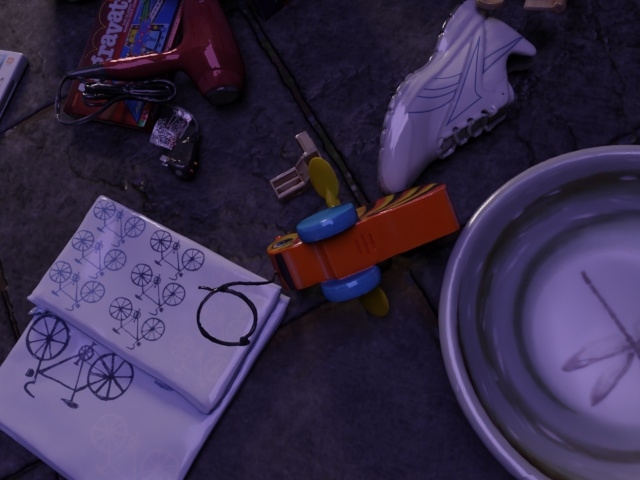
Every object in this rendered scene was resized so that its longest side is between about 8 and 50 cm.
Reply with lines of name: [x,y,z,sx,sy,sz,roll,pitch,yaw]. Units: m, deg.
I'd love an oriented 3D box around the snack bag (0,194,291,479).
snack bag: [-0.255,0.144,0.773,0.323,0.037,0.343,27,78,18]

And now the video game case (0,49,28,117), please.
video game case: [-0.597,-0.237,0.983,0.201,0.023,0.184,12,73,15]

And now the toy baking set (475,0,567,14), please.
toy baking set: [0.252,-0.378,0.825,0.196,0.030,0.256,-3,46,-4]

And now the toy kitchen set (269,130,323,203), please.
toy kitchen set: [-0.026,-0.080,0.782,0.075,0.083,0.068,-29,67,0]

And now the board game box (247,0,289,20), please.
board game box: [-0.060,-0.423,0.866,0.141,0.170,0.048,-41,70,-4]

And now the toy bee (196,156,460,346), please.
toy bee: [0.000,0.000,0.713,0.298,0.162,0.195,-3,99,-13]

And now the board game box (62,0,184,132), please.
board game box: [-0.284,-0.311,0.928,0.145,0.027,0.281,13,81,16]

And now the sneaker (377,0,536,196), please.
sneaker: [0.171,-0.175,0.770,0.129,0.111,0.297,30,79,14]

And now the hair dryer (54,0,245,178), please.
hair dryer: [-0.217,-0.254,0.852,0.223,0.080,0.294,28,73,-9]

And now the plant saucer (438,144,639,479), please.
plant saucer: [0.327,0.096,0.642,0.400,0.100,0.401,-3,70,9]
